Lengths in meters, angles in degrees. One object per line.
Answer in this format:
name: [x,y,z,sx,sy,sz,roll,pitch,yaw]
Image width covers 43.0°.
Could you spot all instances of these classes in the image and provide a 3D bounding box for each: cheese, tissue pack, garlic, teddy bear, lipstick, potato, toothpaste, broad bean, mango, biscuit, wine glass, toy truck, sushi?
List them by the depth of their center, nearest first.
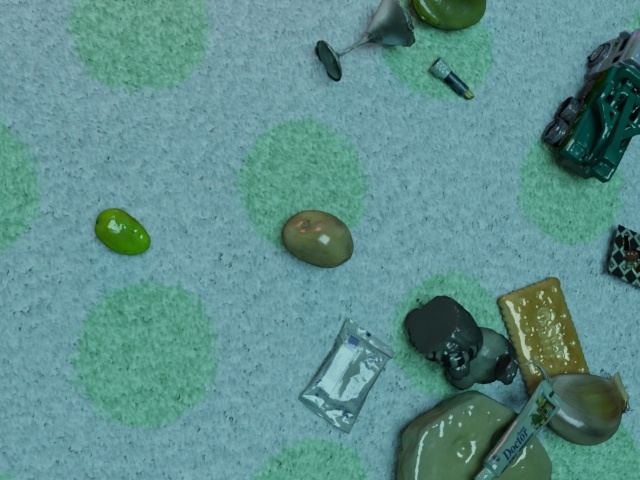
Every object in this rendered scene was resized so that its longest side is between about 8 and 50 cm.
mango: [-0.362,-0.014,1.487,0.108,0.056,0.073,29,81,-15]
toothpaste: [0.378,0.377,1.564,0.255,0.037,0.067,-43,97,-22]
potato: [-0.003,0.000,1.572,0.147,0.112,0.112,16,79,-8]
tissue pack: [0.055,0.266,1.597,0.122,0.026,0.193,36,75,-9]
cheese: [0.303,0.463,1.603,0.326,0.115,0.318,21,77,-13]
teddy bear: [0.297,0.230,1.609,0.251,0.171,0.144,36,95,-16]
wine glass: [0.086,-0.407,1.648,0.183,0.122,0.122,-30,93,-13]
garlic: [0.519,0.345,1.676,0.267,0.128,0.148,18,43,-32]
broad bean: [0.273,-0.511,1.729,0.174,0.082,0.124,4,80,-15]
biscuit: [0.482,0.214,1.731,0.160,0.030,0.249,-17,89,-18]
lipstick: [0.285,-0.341,1.739,0.116,0.037,0.037,41,74,-13]
toy truck: [0.640,-0.287,1.768,0.176,0.178,0.363,33,72,-10]
sushi: [0.696,0.041,1.822,0.126,0.026,0.120,22,75,-18]
